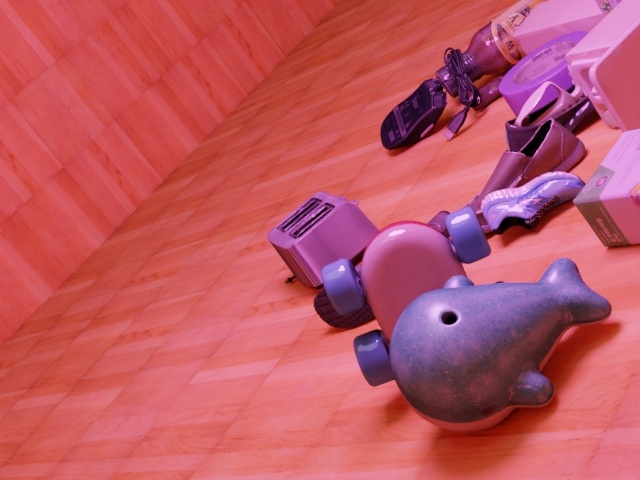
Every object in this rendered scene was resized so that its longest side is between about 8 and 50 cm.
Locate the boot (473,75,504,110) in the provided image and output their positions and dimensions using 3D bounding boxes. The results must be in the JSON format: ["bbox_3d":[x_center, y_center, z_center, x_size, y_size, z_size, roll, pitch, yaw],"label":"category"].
[{"bbox_3d":[0.368,-0.301,2.239,0.106,0.037,0.114,-47,25,-22],"label":"boot"}]

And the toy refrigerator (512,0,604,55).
[{"bbox_3d":[0.509,-0.419,2.176,0.102,0.094,0.269,-52,22,-20],"label":"toy refrigerator"}]

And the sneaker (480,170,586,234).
[{"bbox_3d":[0.327,-0.049,1.693,0.162,0.063,0.073,-21,55,20],"label":"sneaker"}]

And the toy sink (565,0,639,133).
[{"bbox_3d":[0.490,-0.270,1.757,0.234,0.153,0.131,-45,20,-19],"label":"toy sink"}]

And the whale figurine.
[{"bbox_3d":[0.209,0.105,1.339,0.272,0.141,0.216,-29,49,-3],"label":"whale figurine"}]

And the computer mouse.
[{"bbox_3d":[0.237,-0.253,2.312,0.262,0.060,0.184,-47,42,28],"label":"computer mouse"}]

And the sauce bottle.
[{"bbox_3d":[0.402,-0.427,2.365,0.344,0.111,0.111,-38,18,4],"label":"sauce bottle"}]

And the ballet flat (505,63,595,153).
[{"bbox_3d":[0.429,-0.243,1.888,0.280,0.096,0.095,-38,22,-3],"label":"ballet flat"}]

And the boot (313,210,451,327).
[{"bbox_3d":[0.113,0.049,1.825,0.246,0.083,0.161,-34,2,31],"label":"boot"}]

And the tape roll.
[{"bbox_3d":[0.427,-0.295,2.043,0.189,0.080,0.189,-34,19,13],"label":"tape roll"}]

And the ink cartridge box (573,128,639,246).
[{"bbox_3d":[0.461,-0.078,1.444,0.154,0.093,0.212,-48,20,-28],"label":"ink cartridge box"}]

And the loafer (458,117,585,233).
[{"bbox_3d":[0.305,-0.105,1.793,0.251,0.087,0.094,-40,19,-9],"label":"loafer"}]

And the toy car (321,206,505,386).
[{"bbox_3d":[0.140,0.061,1.559,0.219,0.210,0.238,-23,8,9],"label":"toy car"}]

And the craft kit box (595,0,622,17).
[{"bbox_3d":[0.573,-0.470,1.929,0.246,0.250,0.061,-43,21,-15],"label":"craft kit box"}]

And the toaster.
[{"bbox_3d":[0.000,0.000,2.064,0.185,0.110,0.168,-40,18,-7],"label":"toaster"}]
